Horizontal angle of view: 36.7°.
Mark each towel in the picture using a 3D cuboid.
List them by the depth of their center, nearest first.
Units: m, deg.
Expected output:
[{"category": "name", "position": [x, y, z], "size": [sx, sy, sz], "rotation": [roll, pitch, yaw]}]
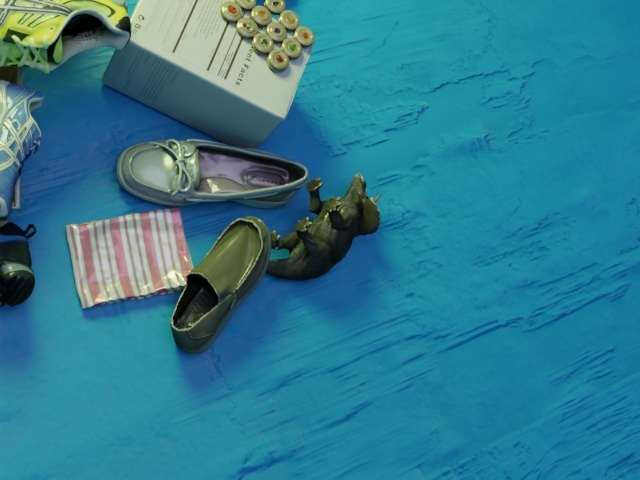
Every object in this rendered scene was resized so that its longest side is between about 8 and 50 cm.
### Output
[{"category": "towel", "position": [-0.310, 0.026, 1.588], "size": [0.197, 0.029, 0.144], "rotation": [-10, 79, -25]}]

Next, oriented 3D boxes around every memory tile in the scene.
[{"category": "memory tile", "position": [-0.086, -0.360, 1.602], "size": [0.148, 0.012, 0.113], "rotation": [46, 59, -4]}]

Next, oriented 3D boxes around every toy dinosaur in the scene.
[{"category": "toy dinosaur", "position": [0.000, 0.000, 1.673], "size": [0.313, 0.121, 0.160], "rotation": [-50, 134, -12]}]

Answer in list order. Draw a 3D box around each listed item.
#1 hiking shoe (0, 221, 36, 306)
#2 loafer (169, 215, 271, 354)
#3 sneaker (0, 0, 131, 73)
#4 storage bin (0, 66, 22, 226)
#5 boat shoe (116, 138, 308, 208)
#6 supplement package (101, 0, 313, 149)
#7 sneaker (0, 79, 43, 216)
[{"category": "hiking shoe", "position": [-0.585, 0.034, 1.443], "size": [0.304, 0.113, 0.132], "rotation": [3, 49, -20]}, {"category": "loafer", "position": [-0.163, 0.067, 1.573], "size": [0.094, 0.087, 0.251], "rotation": [23, 76, 19]}, {"category": "sneaker", "position": [-0.455, -0.313, 1.399], "size": [0.385, 0.145, 0.147], "rotation": [-24, 61, -26]}, {"category": "storage bin", "position": [-0.596, -0.166, 1.466], "size": [0.261, 0.123, 0.262], "rotation": [3, 75, -23]}, {"category": "boat shoe", "position": [-0.181, -0.117, 1.640], "size": [0.321, 0.103, 0.118], "rotation": [8, 73, -22]}, {"category": "supplement package", "position": [-0.192, -0.306, 1.645], "size": [0.293, 0.177, 0.175], "rotation": [26, 65, -16]}, {"category": "sneaker", "position": [-0.451, -0.137, 1.407], "size": [0.081, 0.080, 0.211], "rotation": [5, 75, -19]}]
